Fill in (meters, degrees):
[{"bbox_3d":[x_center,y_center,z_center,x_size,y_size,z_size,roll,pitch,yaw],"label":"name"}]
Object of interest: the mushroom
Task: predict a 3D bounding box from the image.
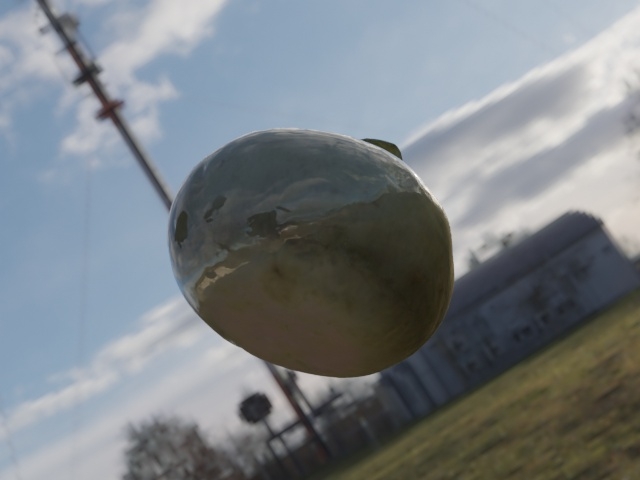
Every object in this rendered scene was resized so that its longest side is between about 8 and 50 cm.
[{"bbox_3d":[0.000,0.000,1.224,0.246,0.246,0.202,-45,14,50],"label":"mushroom"}]
